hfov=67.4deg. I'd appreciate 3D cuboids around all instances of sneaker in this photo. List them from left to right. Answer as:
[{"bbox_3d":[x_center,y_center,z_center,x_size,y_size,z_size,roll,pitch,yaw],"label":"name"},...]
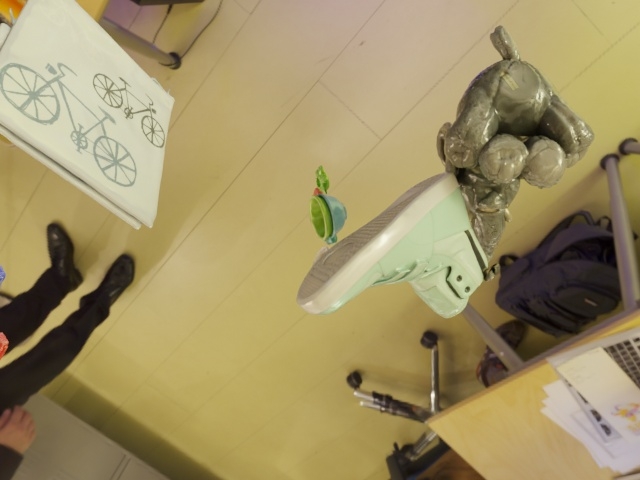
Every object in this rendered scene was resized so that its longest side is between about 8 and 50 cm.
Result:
[{"bbox_3d":[0.099,0.041,0.523,0.094,0.256,0.151,-16,106,57],"label":"sneaker"}]

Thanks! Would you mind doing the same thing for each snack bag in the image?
[{"bbox_3d":[-0.378,-0.232,0.795,0.037,0.343,0.323,-19,143,21],"label":"snack bag"}]

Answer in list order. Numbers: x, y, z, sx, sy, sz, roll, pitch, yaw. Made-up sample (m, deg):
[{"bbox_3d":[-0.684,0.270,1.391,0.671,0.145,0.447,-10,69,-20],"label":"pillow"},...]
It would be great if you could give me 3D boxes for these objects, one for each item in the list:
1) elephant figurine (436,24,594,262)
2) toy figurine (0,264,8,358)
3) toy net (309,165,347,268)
[{"bbox_3d":[0.219,-0.102,0.629,0.169,0.239,0.186,38,81,13],"label":"elephant figurine"},{"bbox_3d":[-0.500,0.064,0.534,0.191,0.362,0.217,37,97,12],"label":"toy figurine"},{"bbox_3d":[0.000,0.000,0.775,0.045,0.122,0.232,-17,140,-18],"label":"toy net"}]
